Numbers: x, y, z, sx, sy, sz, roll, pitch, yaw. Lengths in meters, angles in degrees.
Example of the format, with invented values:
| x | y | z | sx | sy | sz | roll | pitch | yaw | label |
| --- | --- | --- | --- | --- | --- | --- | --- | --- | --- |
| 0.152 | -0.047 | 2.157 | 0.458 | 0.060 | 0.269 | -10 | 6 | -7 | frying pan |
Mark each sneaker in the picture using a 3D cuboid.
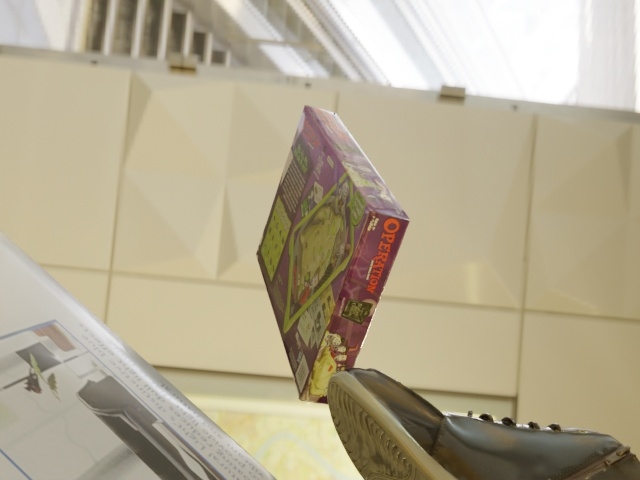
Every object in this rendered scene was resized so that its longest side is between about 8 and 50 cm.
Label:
| x | y | z | sx | sy | sz | roll | pitch | yaw | label |
| --- | --- | --- | --- | --- | --- | --- | --- | --- | --- |
| 0.111 | 0.146 | 0.702 | 0.222 | 0.118 | 0.083 | 39 | -36 | 30 | sneaker |

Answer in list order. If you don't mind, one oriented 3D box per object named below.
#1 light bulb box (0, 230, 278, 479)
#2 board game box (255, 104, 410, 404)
| x | y | z | sx | sy | sz | roll | pitch | yaw | label |
| --- | --- | --- | --- | --- | --- | --- | --- | --- | --- |
| -0.229 | 0.191 | 0.339 | 0.358 | 0.225 | 0.361 | -50 | 176 | 9 | light bulb box |
| 0.000 | 0.000 | 1.118 | 0.347 | 0.056 | 0.208 | -114 | -144 | -64 | board game box |
